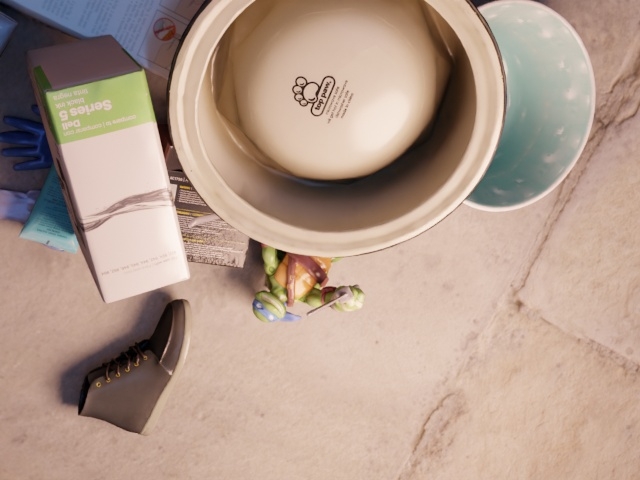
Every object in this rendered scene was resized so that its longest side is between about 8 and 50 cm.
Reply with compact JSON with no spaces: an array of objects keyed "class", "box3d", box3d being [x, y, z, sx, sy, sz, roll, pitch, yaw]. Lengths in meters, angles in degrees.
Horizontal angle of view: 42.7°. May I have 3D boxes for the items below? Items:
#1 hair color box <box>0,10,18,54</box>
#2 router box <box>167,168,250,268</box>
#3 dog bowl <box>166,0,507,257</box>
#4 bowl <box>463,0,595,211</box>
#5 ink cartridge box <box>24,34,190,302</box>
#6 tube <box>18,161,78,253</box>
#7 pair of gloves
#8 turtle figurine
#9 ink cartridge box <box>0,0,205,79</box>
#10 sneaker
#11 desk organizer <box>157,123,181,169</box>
[{"class":"hair color box","box3d":[-0.507,-0.131,0.979,0.113,0.185,0.375,30,92,-25]},{"class":"router box","box3d":[-0.188,-0.036,1.209,0.178,0.046,0.133,9,100,-24]},{"class":"dog bowl","box3d":[0.018,-0.185,1.038,0.407,0.150,0.408,-1,124,-1]},{"class":"bowl","box3d":[0.251,-0.214,1.273,0.311,0.163,0.312,-6,107,-20]},{"class":"ink cartridge box","box3d":[-0.261,-0.091,1.005,0.114,0.198,0.273,-17,120,-18]},{"class":"tube","box3d":[-0.338,-0.086,1.115,0.080,0.052,0.207,19,99,-22]},{"class":"pair of gloves","box3d":[-0.371,-0.083,1.137,0.159,0.023,0.198,8,100,-23]},{"class":"turtle figurine","box3d":[0.000,0.000,1.194,0.266,0.197,0.275,-50,148,-18]},{"class":"ink cartridge box","box3d":[-0.240,-0.395,1.069,0.385,0.091,0.308,23,93,-26]},{"class":"sneaker","box3d":[-0.274,0.181,1.213,0.118,0.083,0.222,19,97,-24]},{"class":"desk organizer","box3d":[-0.173,-0.139,1.185,0.130,0.050,0.047,-9,141,-35]}]
